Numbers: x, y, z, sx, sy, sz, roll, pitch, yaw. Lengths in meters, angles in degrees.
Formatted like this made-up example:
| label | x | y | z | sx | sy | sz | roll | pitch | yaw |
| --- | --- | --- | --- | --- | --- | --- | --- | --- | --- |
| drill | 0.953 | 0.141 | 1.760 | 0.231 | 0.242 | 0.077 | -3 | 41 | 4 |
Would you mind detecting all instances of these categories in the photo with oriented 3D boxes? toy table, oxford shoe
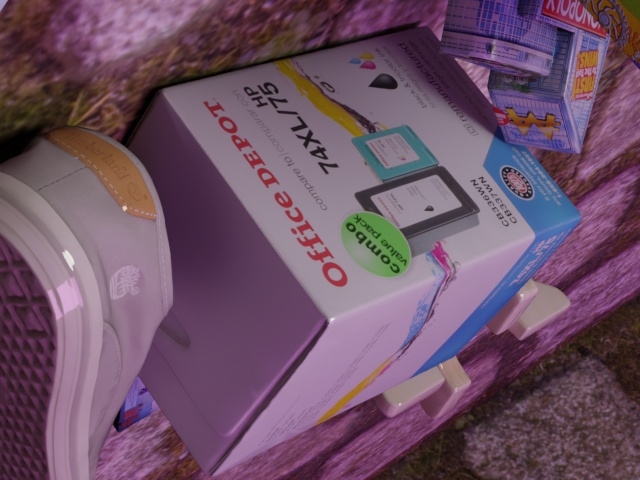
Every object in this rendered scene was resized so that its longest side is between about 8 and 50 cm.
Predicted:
| label | x | y | z | sx | sy | sz | roll | pitch | yaw |
| --- | --- | --- | --- | --- | --- | --- | --- | --- | --- |
| toy table | 0.119 | 0.064 | 1.484 | 0.252 | 0.161 | 0.274 | -30 | 160 | -20 |
| oxford shoe | -0.189 | 0.083 | 0.969 | 0.130 | 0.169 | 0.449 | -46 | 169 | -36 |

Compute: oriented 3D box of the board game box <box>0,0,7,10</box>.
| label | x | y | z | sx | sy | sz | roll | pitch | yaw |
| --- | --- | --- | --- | --- | --- | --- | --- | --- | --- |
| board game box | -0.264 | -0.038 | 0.450 | 0.308 | 0.086 | 0.302 | -57 | 164 | -6 |

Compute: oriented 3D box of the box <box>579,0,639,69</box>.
| label | x | y | z | sx | sy | sz | roll | pitch | yaw |
| --- | --- | --- | --- | --- | --- | --- | --- | --- | --- |
| box | 0.225 | -0.245 | 0.709 | 0.177 | 0.279 | 0.290 | -30 | 161 | -21 |

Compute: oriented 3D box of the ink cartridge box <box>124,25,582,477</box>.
| label | x | y | z | sx | sy | sz | roll | pitch | yaw |
| --- | --- | --- | --- | --- | --- | --- | --- | --- | --- |
| ink cartridge box | 0.000 | 0.000 | 1.030 | 0.270 | 0.198 | 0.197 | -21 | 157 | -43 |

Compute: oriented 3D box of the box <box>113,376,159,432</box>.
| label | x | y | z | sx | sy | sz | roll | pitch | yaw |
| --- | --- | --- | --- | --- | --- | --- | --- | --- | --- |
| box | -0.113 | 0.070 | 1.243 | 0.159 | 0.044 | 0.233 | -29 | 161 | -23 |

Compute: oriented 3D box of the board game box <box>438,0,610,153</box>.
| label | x | y | z | sx | sy | sz | roll | pitch | yaw |
| --- | --- | --- | --- | --- | --- | --- | --- | --- | --- |
| board game box | 0.150 | -0.159 | 0.970 | 0.194 | 0.060 | 0.194 | -2 | 102 | -62 |
